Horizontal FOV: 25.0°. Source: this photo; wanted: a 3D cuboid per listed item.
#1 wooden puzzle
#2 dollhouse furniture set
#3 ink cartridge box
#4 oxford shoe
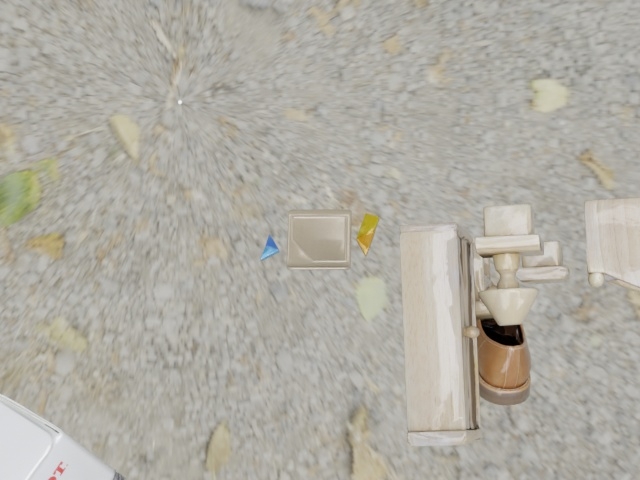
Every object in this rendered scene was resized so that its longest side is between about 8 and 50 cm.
[{"bbox_3d":[0.000,0.000,1.514,0.116,0.014,0.078,6,64,7],"label":"wooden puzzle"},{"bbox_3d":[0.251,0.071,1.137,0.356,0.303,0.173,-3,84,12],"label":"dollhouse furniture set"},{"bbox_3d":[-0.276,0.296,1.406,0.115,0.273,0.198,24,72,34],"label":"ink cartridge box"},{"bbox_3d":[0.165,0.068,1.429,0.076,0.212,0.076,-5,123,-13],"label":"oxford shoe"}]
